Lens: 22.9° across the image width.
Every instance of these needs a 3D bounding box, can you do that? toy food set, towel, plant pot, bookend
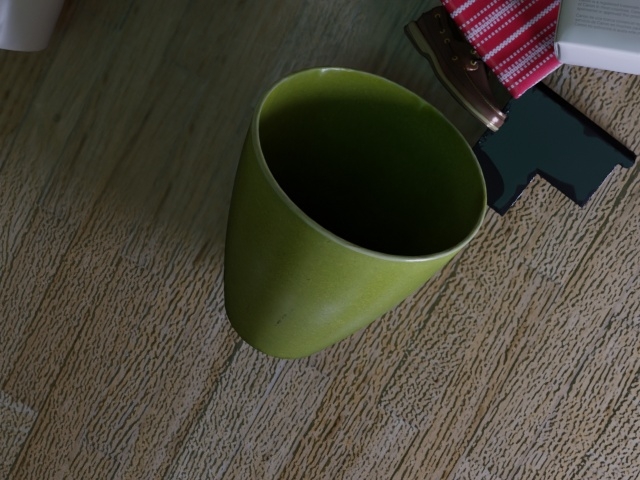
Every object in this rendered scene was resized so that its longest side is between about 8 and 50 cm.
[{"bbox_3d":[0.027,-0.084,1.904,0.083,0.020,0.083,-18,96,16],"label":"toy food set"},{"bbox_3d":[0.211,-0.323,1.764,0.199,0.031,0.275,-37,92,-9],"label":"towel"},{"bbox_3d":[0.000,0.000,1.804,0.275,0.275,0.293,36,134,4],"label":"plant pot"},{"bbox_3d":[0.254,-0.082,1.823,0.157,0.072,0.156,37,106,4],"label":"bookend"}]

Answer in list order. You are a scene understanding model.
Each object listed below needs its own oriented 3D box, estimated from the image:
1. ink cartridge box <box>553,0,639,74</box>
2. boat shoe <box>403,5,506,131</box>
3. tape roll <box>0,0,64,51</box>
[{"bbox_3d":[0.375,-0.321,1.688,0.207,0.117,0.283,10,88,10],"label":"ink cartridge box"},{"bbox_3d":[0.161,-0.200,1.796,0.060,0.064,0.178,-40,59,13],"label":"boat shoe"},{"bbox_3d":[-0.402,-0.345,1.835,0.246,0.246,0.169,26,106,7],"label":"tape roll"}]
